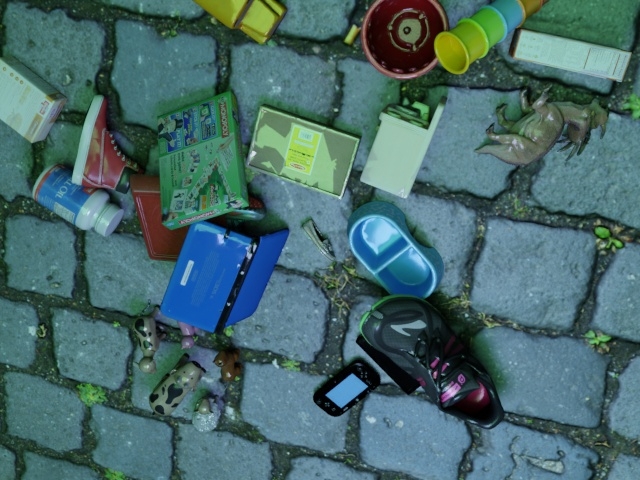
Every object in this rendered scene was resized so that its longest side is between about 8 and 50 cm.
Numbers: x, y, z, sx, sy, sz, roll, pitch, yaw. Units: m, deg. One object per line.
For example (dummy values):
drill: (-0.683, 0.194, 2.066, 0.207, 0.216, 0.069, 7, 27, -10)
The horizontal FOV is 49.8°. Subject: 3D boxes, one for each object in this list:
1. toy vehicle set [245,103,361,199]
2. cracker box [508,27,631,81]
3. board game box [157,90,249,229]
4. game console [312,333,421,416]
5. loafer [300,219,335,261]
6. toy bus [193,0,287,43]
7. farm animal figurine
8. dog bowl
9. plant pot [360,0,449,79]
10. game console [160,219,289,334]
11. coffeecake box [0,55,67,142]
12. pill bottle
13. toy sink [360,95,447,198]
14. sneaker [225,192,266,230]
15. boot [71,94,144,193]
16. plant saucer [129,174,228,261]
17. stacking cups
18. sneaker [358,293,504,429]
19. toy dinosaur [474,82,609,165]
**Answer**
toy vehicle set: (-0.045, -0.225, 1.750, 0.266, 0.035, 0.166, 20, 112, 5)
cracker box: (0.535, -0.408, 1.499, 0.232, 0.156, 0.067, 15, 111, 6)
board game box: (-0.294, -0.200, 1.696, 0.213, 0.046, 0.317, -16, 63, 14)
game console: (0.139, 0.379, 1.918, 0.213, 0.044, 0.361, 45, 112, -5)
loafer: (0.000, 0.000, 1.816, 0.039, 0.045, 0.125, -42, 94, 15)
toy bus: (-0.244, -0.598, 1.612, 0.332, 0.130, 0.108, 37, 112, -2)
farm animal figurine: (-0.410, 0.374, 1.962, 0.330, 0.172, 0.327, 25, 112, 3)
dog bowl: (0.189, 0.037, 1.772, 0.166, 0.074, 0.297, -40, 98, 21)
plant pot: (0.194, -0.465, 1.541, 0.191, 0.174, 0.191, 4, 109, 11)
game console: (-0.247, 0.078, 1.799, 0.250, 0.173, 0.293, 21, 112, -9)
coffeecake box: (-0.796, -0.376, 1.840, 0.185, 0.068, 0.142, 38, 112, -3)
pill bottle: (-0.653, -0.106, 1.874, 0.221, 0.124, 0.124, 31, 112, -1)
toy sink: (0.193, -0.243, 1.631, 0.131, 0.153, 0.234, 22, 113, 4)
sneaker: (-0.256, -0.054, 1.833, 0.261, 0.104, 0.125, -2, 117, 22)
boot: (-0.549, -0.253, 1.834, 0.176, 0.088, 0.244, 10, 94, -19)
plant saucer: (-0.368, -0.042, 1.791, 0.259, 0.048, 0.258, 3, 121, 18)
stacking cups: (0.384, -0.465, 1.462, 0.316, 0.096, 0.096, -35, 101, -21)
sneaker: (0.300, 0.303, 1.721, 0.483, 0.202, 0.185, 38, 95, -21)
toy dinosaur: (0.504, -0.241, 1.587, 0.295, 0.127, 0.200, -36, 105, 26)
